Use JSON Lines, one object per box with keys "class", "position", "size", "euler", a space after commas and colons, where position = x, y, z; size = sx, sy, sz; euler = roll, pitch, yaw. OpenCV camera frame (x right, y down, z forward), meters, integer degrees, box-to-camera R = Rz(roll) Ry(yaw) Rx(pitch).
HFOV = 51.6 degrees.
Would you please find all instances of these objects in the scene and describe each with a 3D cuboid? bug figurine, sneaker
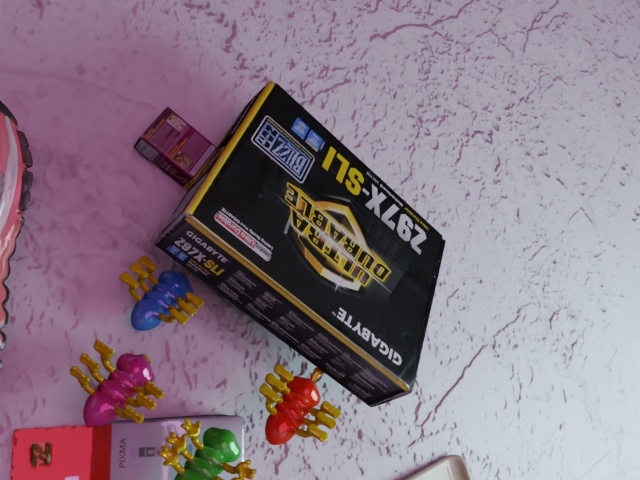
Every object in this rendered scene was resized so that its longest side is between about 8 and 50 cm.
{"class": "bug figurine", "position": [-0.128, 0.151, 0.700], "size": [0.279, 0.072, 0.216], "euler": [40, 46, 5]}
{"class": "sneaker", "position": [-0.359, 0.000, 0.611], "size": [0.136, 0.116, 0.313], "euler": [13, 72, -39]}

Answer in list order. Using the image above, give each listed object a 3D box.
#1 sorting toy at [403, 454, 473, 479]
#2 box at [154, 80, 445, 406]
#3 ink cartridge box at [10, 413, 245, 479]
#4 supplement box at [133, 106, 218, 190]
{"class": "sorting toy", "position": [0.135, 0.401, 0.840], "size": [0.208, 0.038, 0.192], "euler": [-16, 86, -30]}
{"class": "box", "position": [0.000, 0.000, 0.787], "size": [0.322, 0.079, 0.257], "euler": [40, 42, -18]}
{"class": "ink cartridge box", "position": [-0.193, 0.283, 0.686], "size": [0.233, 0.066, 0.188], "euler": [5, 76, -31]}
{"class": "supplement box", "position": [-0.171, -0.109, 0.793], "size": [0.083, 0.043, 0.055], "euler": [41, 63, -15]}
